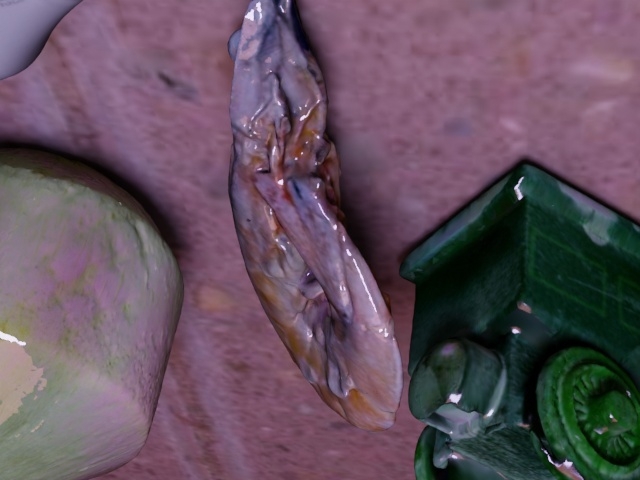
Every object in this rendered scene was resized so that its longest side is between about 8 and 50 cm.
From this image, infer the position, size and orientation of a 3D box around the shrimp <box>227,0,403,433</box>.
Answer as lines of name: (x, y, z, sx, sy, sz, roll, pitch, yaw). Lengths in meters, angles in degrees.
shrimp: (0.000, 0.000, 0.663, 0.062, 0.164, 0.316, -29, 139, -20)

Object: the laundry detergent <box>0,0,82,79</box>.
laundry detergent: (-0.252, -0.147, 0.548, 0.398, 0.124, 0.264, -7, 138, 21)

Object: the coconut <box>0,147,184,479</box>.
coconut: (-0.196, 0.060, 0.710, 0.205, 0.235, 0.236, -18, 134, 38)

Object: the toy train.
toy train: (0.170, 0.103, 0.694, 0.266, 0.201, 0.145, 27, 140, -20)
